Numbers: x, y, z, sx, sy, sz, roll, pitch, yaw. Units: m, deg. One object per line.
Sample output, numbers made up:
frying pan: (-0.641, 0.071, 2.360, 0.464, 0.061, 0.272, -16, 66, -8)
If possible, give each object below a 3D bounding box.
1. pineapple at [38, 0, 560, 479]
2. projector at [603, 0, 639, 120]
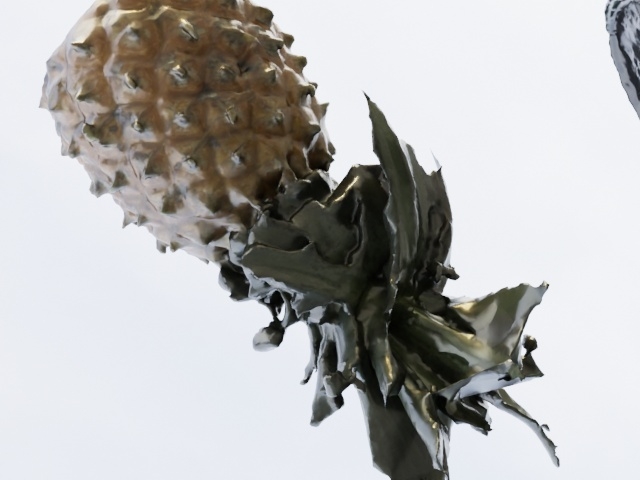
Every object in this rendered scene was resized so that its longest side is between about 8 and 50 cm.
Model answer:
pineapple: (0.002, -0.002, 0.875, 0.364, 0.165, 0.165, 45, -132, 15)
projector: (0.294, -0.141, 0.684, 0.338, 0.108, 0.108, -28, -85, -7)
